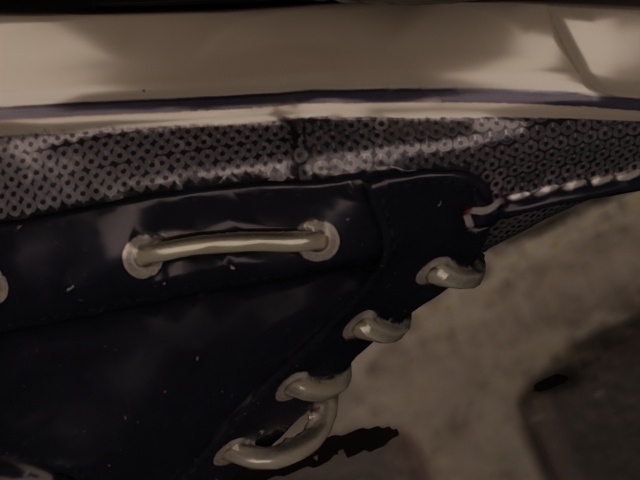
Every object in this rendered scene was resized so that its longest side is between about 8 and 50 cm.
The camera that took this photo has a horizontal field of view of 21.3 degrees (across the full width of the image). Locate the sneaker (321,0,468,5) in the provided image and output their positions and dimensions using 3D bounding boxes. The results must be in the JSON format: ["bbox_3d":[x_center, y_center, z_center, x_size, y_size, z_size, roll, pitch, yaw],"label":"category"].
[{"bbox_3d":[-0.074,-0.137,0.515,0.350,0.148,0.131,13,108,13],"label":"sneaker"}]

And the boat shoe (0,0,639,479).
[{"bbox_3d":[0.000,0.000,0.541,0.340,0.127,0.158,-1,102,-2],"label":"boat shoe"}]
